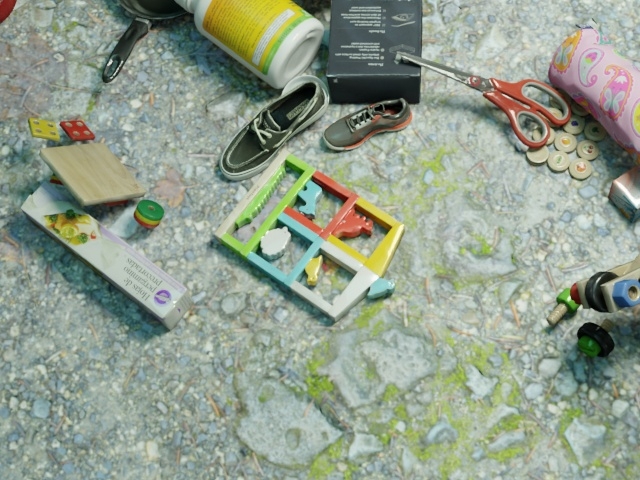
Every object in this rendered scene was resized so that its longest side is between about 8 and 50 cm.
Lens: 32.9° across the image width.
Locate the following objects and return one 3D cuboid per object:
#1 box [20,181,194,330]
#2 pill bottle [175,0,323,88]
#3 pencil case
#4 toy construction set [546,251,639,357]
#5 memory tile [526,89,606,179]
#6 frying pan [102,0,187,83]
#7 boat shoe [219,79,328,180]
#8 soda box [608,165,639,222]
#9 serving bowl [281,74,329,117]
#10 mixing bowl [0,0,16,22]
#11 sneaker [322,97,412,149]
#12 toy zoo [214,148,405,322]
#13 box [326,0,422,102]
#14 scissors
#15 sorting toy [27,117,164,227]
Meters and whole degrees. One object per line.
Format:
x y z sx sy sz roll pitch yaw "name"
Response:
-0.347 0.022 1.755 0.324 0.067 0.063 35 76 17 "box"
-0.127 -0.381 1.851 0.245 0.136 0.136 38 76 12 "pill bottle"
0.480 -0.223 1.710 0.124 0.124 0.284 -28 49 -6 "pencil case"
0.518 0.072 1.532 0.257 0.309 0.237 43 72 12 "toy construction set"
0.411 -0.176 1.789 0.113 0.012 0.148 21 71 14 "memory tile"
-0.281 -0.419 1.943 0.197 0.053 0.326 -3 68 4 "frying pan"
-0.085 -0.187 1.799 0.219 0.070 0.078 -42 75 2 "boat shoe"
0.549 -0.107 1.721 0.183 0.058 0.063 -33 68 -8 "soda box"
-0.024 -0.238 1.848 0.083 0.027 0.083 -2 78 11 "serving bowl"
-0.620 -0.451 1.965 0.181 0.098 0.182 -2 66 6 "mixing bowl"
0.076 -0.203 1.806 0.157 0.065 0.061 -22 67 -4 "sneaker"
0.000 0.000 1.747 0.293 0.030 0.192 33 74 17 "toy zoo"
0.094 -0.322 1.839 0.155 0.093 0.158 1 66 6 "box"
0.272 -0.260 1.777 0.297 0.021 0.109 34 78 0 "scissors"
-0.386 -0.105 1.791 0.274 0.046 0.132 46 34 23 "sorting toy"
